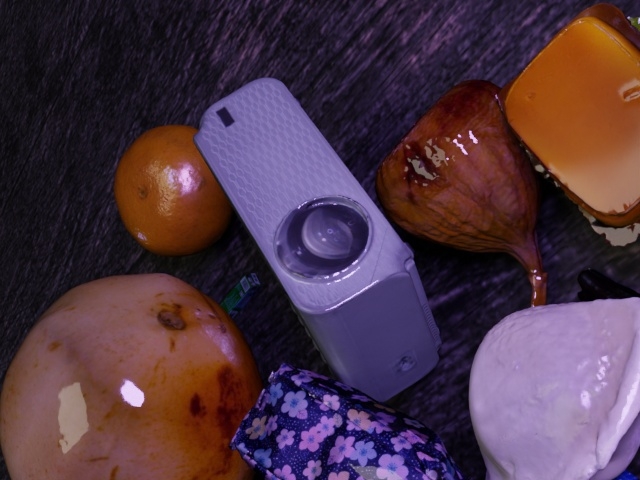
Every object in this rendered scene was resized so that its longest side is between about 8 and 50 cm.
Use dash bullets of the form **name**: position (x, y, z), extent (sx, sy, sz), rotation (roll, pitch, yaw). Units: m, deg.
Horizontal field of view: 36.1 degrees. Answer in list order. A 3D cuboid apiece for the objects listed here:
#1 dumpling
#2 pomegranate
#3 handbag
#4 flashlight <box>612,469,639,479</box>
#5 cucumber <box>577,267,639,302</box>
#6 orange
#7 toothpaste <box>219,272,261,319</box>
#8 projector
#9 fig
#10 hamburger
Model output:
- **dumpling**: position (0.171, 0.133, 0.722), extent (0.216, 0.126, 0.166), rotation (-23, 38, 42)
- **pomegranate**: position (-0.210, 0.197, 1.079), extent (0.319, 0.319, 0.319), rotation (1, 91, 50)
- **handbag**: position (0.052, 0.215, 0.834), extent (0.228, 0.208, 0.127), rotation (22, 72, 41)
- **flashlight**: position (0.241, 0.198, 0.730), extent (0.121, 0.035, 0.057), rotation (36, 119, 43)
- **cucumber**: position (0.239, 0.060, 0.732), extent (0.135, 0.034, 0.033), rotation (32, 119, 46)
- **orange**: position (-0.165, -0.058, 1.149), extent (0.156, 0.124, 0.156), rotation (5, 100, 33)
- **toothpaste**: position (-0.098, 0.069, 1.150), extent (0.083, 0.017, 0.020), rotation (-49, 58, 39)
- **projector**: position (0.000, 0.000, 0.886), extent (0.108, 0.198, 0.250), rotation (-31, 55, -3)
- **fig**: position (0.142, -0.027, 0.801), extent (0.201, 0.134, 0.146), rotation (50, 161, 10)
- **hamburger**: position (0.218, -0.084, 0.708), extent (0.137, 0.087, 0.166), rotation (-44, 60, 24)
